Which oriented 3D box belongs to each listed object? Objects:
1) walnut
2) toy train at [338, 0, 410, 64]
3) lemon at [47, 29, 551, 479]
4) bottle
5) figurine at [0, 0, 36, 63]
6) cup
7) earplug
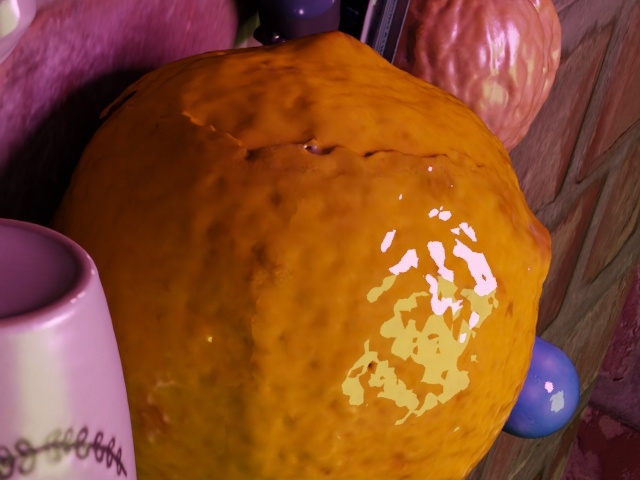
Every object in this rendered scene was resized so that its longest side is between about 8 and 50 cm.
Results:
[{"bbox_3d":[0.114,-0.167,1.431,0.213,0.213,0.213,-52,157,-33],"label":"walnut"},{"bbox_3d":[0.038,-0.237,1.285,0.089,0.086,0.409,-38,147,-56],"label":"toy train"},{"bbox_3d":[-0.022,0.049,1.102,0.350,0.350,0.387,-18,124,-64],"label":"lemon"},{"bbox_3d":[-0.017,-0.237,1.162,0.082,0.072,0.244,-43,153,-27],"label":"bottle"},{"bbox_3d":[-0.213,-0.133,0.702,0.236,0.133,0.176,-16,137,-62],"label":"figurine"},{"bbox_3d":[-0.225,0.126,0.899,0.258,0.186,0.234,-17,124,-33],"label":"cup"},{"bbox_3d":[0.150,0.122,1.731,0.132,0.273,0.132,-53,158,-31],"label":"earplug"}]
